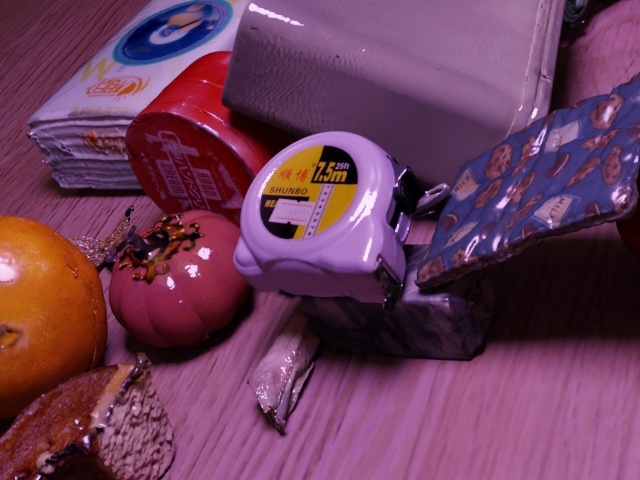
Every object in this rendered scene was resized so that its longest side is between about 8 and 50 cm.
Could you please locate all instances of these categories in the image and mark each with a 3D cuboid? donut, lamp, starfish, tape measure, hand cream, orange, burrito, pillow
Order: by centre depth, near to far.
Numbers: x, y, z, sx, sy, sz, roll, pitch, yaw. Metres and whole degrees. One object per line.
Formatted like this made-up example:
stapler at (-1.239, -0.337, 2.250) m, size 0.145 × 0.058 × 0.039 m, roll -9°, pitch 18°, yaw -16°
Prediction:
pillow at (0.200, -0.054, 0.990) m, size 0.256 × 0.034 × 0.188 m, roll -28°, pitch 30°, yaw 44°
donut at (-0.244, 0.213, 1.063) m, size 0.144 × 0.126 × 0.186 m, roll -1°, pitch 37°, yaw 43°
tape measure at (0.015, -0.021, 1.073) m, size 0.196 × 0.105 × 0.178 m, roll 7°, pitch 64°, yaw 36°
burrito at (-0.038, 0.134, 1.108) m, size 0.055 × 0.041 × 0.149 m, roll 7°, pitch 44°, yaw 20°
orange at (-0.369, 0.086, 1.216) m, size 0.240 × 0.240 × 0.240 m, roll -17°, pitch 35°, yaw 12°
lamp at (-0.166, 0.038, 1.232) m, size 0.182 × 0.140 × 0.182 m, roll -18°, pitch 37°, yaw 14°
hand cream at (-0.119, -0.117, 1.338) m, size 0.230 × 0.230 × 0.149 m, roll 8°, pitch 46°, yaw 39°
starfish at (-0.293, 0.008, 1.439) m, size 0.130 × 0.041 × 0.133 m, roll -45°, pitch 44°, yaw -13°

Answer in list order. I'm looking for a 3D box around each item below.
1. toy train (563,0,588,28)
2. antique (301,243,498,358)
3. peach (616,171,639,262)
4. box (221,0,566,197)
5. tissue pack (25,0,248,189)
toy train at (0.357, -0.392, 1.440) m, size 0.270 × 0.154 × 0.115 m, roll -25°, pitch 30°, yaw -21°
antique at (0.086, 0.061, 1.088) m, size 0.183 × 0.086 × 0.088 m, roll 0°, pitch 42°, yaw 32°
peach at (0.381, -0.062, 0.967) m, size 0.244 × 0.199 × 0.243 m, roll -28°, pitch 20°, yaw 11°
box at (0.100, -0.241, 1.257) m, size 0.344 × 0.177 × 0.351 m, roll 21°, pitch 45°, yaw 0°
tissue pack at (-0.225, -0.246, 1.632) m, size 0.288 × 0.162 × 0.388 m, roll 2°, pitch 42°, yaw 33°
